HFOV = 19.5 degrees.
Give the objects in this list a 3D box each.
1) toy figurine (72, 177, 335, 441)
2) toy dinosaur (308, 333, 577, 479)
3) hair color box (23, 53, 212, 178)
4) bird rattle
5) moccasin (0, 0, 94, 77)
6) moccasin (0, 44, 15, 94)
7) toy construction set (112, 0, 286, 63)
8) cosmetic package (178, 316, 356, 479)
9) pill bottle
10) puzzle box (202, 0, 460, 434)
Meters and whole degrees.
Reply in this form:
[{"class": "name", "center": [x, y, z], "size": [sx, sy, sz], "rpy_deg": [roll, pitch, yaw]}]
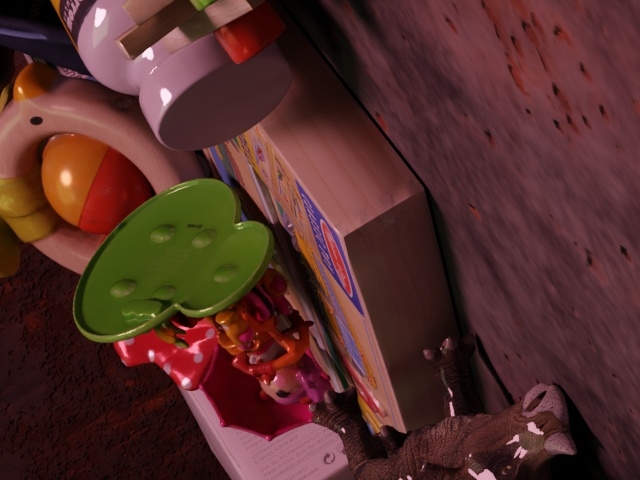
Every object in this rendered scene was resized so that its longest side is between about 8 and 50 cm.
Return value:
[{"class": "toy figurine", "center": [-0.045, 0.060, 1.178], "size": [0.173, 0.130, 0.159], "rpy_deg": [4, 144, 50]}, {"class": "toy dinosaur", "center": [0.078, 0.159, 1.011], "size": [0.313, 0.121, 0.160], "rpy_deg": [77, 174, -54]}, {"class": "hair color box", "center": [-0.130, -0.061, 1.522], "size": [0.174, 0.105, 0.347], "rpy_deg": [50, 168, 42]}, {"class": "bird rattle", "center": [-0.155, -0.016, 1.294], "size": [0.253, 0.143, 0.207], "rpy_deg": [33, 139, 9]}, {"class": "moccasin", "center": [-0.220, -0.200, 1.166], "size": [0.342, 0.138, 0.117], "rpy_deg": [16, 176, -18]}, {"class": "moccasin", "center": [-0.274, -0.285, 1.313], "size": [0.147, 0.139, 0.380], "rpy_deg": [-104, 4, -59]}, {"class": "toy construction set", "center": [-0.123, -0.186, 0.741], "size": [0.327, 0.151, 0.215], "rpy_deg": [42, 143, -20]}, {"class": "cosmetic package", "center": [-0.010, 0.149, 1.447], "size": [0.225, 0.138, 0.224], "rpy_deg": [52, 169, 36]}, {"class": "pill bottle", "center": [-0.088, -0.139, 0.937], "size": [0.184, 0.103, 0.103], "rpy_deg": [60, 173, 22]}, {"class": "puzzle box", "center": [0.000, 0.000, 1.142], "size": [0.272, 0.052, 0.409], "rpy_deg": [53, 170, 32]}]
